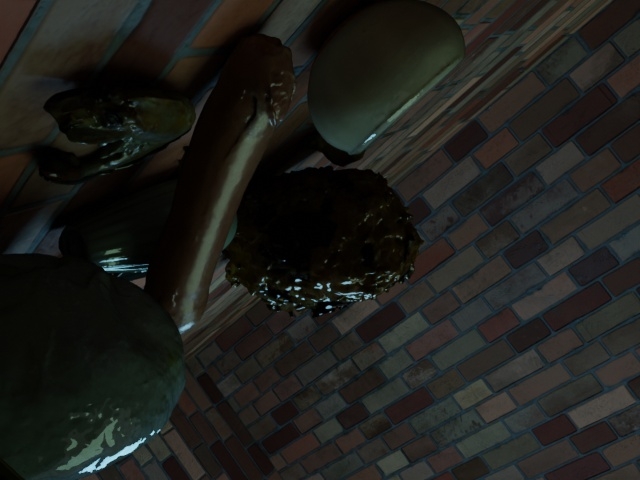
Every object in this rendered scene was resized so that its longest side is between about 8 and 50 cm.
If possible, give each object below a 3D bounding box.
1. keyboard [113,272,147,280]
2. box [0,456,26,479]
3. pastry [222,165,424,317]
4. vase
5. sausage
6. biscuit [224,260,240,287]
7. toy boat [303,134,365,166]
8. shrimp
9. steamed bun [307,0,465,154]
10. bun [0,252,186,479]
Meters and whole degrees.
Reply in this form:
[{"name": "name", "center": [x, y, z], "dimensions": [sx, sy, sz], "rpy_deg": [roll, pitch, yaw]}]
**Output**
[{"name": "keyboard", "center": [-0.337, 0.054, 1.342], "dimensions": [0.103, 0.041, 0.381], "rpy_deg": [-39, 180, 14]}, {"name": "box", "center": [-0.359, 0.148, 0.547], "dimensions": [0.173, 0.311, 0.043], "rpy_deg": [-41, -174, 37]}, {"name": "pastry", "center": [0.015, -0.001, 1.358], "dimensions": [0.405, 0.292, 0.337], "rpy_deg": [-5, -178, -24]}, {"name": "vase", "center": [-0.237, -0.014, 0.976], "dimensions": [0.248, 0.128, 0.128], "rpy_deg": [-18, 162, -47]}, {"name": "sausage", "center": [-0.134, -0.051, 0.853], "dimensions": [0.094, 0.094, 0.419], "rpy_deg": [10, 123, -28]}, {"name": "biscuit", "center": [-0.129, -0.004, 1.860], "dimensions": [0.289, 0.081, 0.334], "rpy_deg": [-29, 166, -51]}, {"name": "toy boat", "center": [0.035, -0.192, 1.404], "dimensions": [0.088, 0.088, 0.229], "rpy_deg": [0, -175, 18]}, {"name": "shrimp", "center": [-0.218, -0.103, 0.715], "dimensions": [0.173, 0.058, 0.253], "rpy_deg": [-30, 180, 19]}, {"name": "steamed bun", "center": [0.073, -0.232, 0.935], "dimensions": [0.232, 0.145, 0.232], "rpy_deg": [-42, -176, 3]}, {"name": "bun", "center": [-0.327, 0.124, 0.763], "dimensions": [0.362, 0.211, 0.362], "rpy_deg": [-3, -171, 1]}]
